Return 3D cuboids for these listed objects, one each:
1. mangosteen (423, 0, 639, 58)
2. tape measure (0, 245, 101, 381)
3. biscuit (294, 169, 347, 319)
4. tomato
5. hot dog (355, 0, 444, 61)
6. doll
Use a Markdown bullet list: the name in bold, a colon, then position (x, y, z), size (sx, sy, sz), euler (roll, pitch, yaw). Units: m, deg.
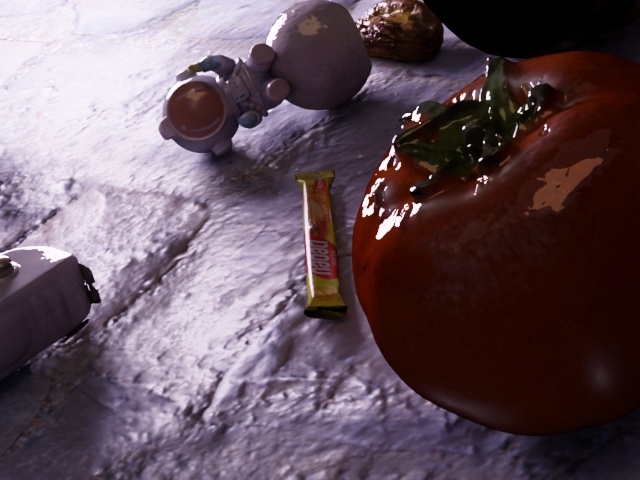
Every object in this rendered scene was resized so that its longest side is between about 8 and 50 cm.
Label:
- **mangosteen**: position (0.300, -0.419, 1.698), size (0.435, 0.382, 0.382), euler (-7, 30, -13)
- **tape measure**: position (-0.393, 0.084, 1.492), size (0.197, 0.120, 0.236), euler (17, 41, 35)
- **biscuit**: position (0.000, 0.000, 1.511), size (0.048, 0.026, 0.292), euler (2, 32, -4)
- **tomato**: position (0.189, 0.008, 1.180), size (0.341, 0.273, 0.341), euler (-26, 25, 13)
- **hot dog**: position (0.097, -0.283, 1.858), size (0.147, 0.065, 0.099), euler (16, 55, 40)
- **doll**: position (-0.079, -0.202, 1.767), size (0.287, 0.151, 0.151), euler (-26, 32, 0)
